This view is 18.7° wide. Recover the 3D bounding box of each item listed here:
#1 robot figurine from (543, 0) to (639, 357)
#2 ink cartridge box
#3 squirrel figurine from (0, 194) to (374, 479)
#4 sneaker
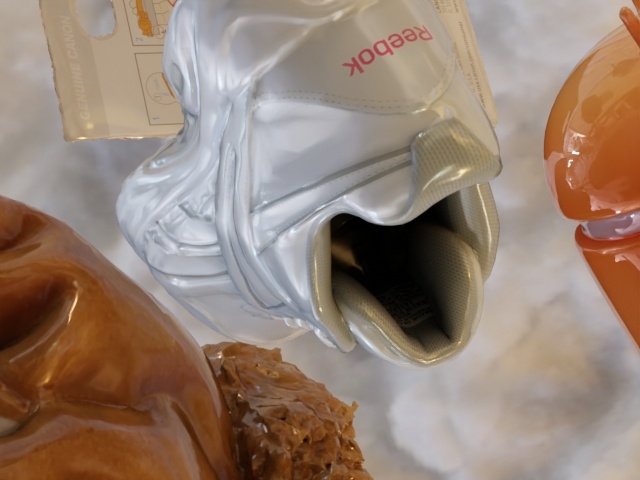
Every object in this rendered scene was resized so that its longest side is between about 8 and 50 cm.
[{"bbox_3d":[0.166,-0.001,0.725,0.219,0.158,0.128,58,150,-11],"label":"robot figurine"},{"bbox_3d":[-0.038,-0.122,0.959,0.056,0.225,0.181,129,131,-59],"label":"ink cartridge box"},{"bbox_3d":[-0.081,0.192,0.959,0.370,0.397,0.281,49,119,46],"label":"squirrel figurine"},{"bbox_3d":[0.000,0.000,0.600,0.115,0.090,0.232,59,165,17],"label":"sneaker"}]
